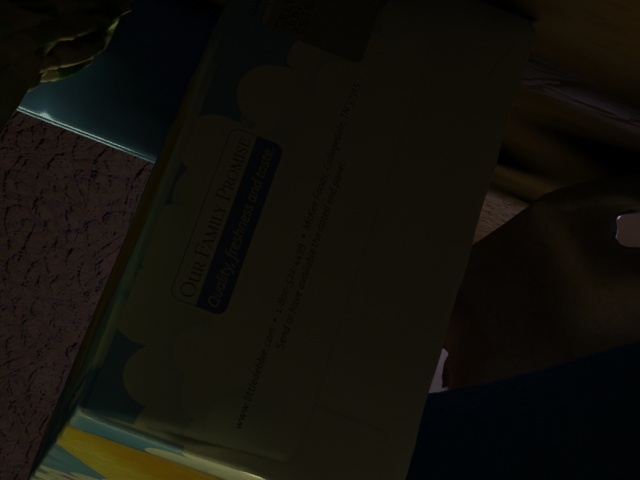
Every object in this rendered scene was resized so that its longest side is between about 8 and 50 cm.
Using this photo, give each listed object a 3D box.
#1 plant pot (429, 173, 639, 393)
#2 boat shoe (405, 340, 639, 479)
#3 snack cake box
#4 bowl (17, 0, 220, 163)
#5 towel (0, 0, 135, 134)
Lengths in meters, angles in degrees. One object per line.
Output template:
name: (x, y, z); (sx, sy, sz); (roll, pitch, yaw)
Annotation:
plant pot: (0.179, 0.126, 0.647); (0.334, 0.334, 0.305); (21, 169, 34)
boat shoe: (0.111, 0.082, 0.436); (0.258, 0.109, 0.089); (-4, 148, 41)
snack cake box: (-0.030, 0.021, 0.476); (0.089, 0.152, 0.264); (21, 161, -9)
bowl: (-0.138, -0.101, 0.766); (0.391, 0.077, 0.391); (21, -179, 0)
towel: (-0.186, -0.102, 0.410); (0.248, 0.038, 0.325); (25, -168, -6)
